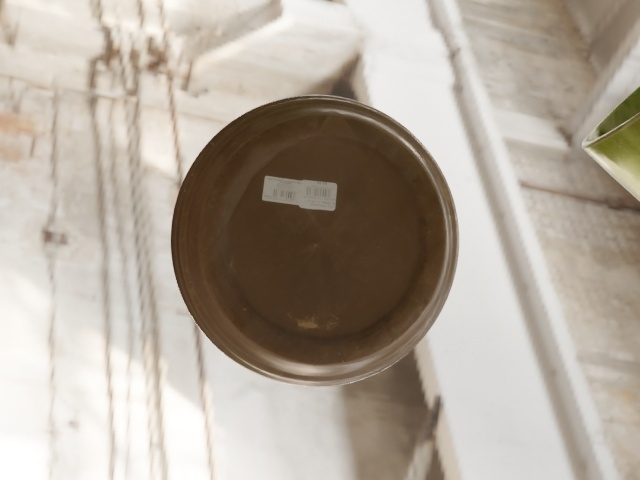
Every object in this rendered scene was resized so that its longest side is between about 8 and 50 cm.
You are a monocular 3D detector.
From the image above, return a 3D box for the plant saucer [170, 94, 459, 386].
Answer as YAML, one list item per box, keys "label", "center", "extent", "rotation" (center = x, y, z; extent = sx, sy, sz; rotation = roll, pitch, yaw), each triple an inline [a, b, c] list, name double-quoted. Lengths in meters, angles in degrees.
- label: "plant saucer"
  center: [0.000, 0.000, 1.209]
  extent: [0.041, 0.278, 0.278]
  rotation: [174, -75, -80]

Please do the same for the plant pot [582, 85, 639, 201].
- label: "plant pot"
  center: [0.385, -0.040, 0.915]
  extent: [0.275, 0.293, 0.275]
  rotation: [-39, -179, 0]
